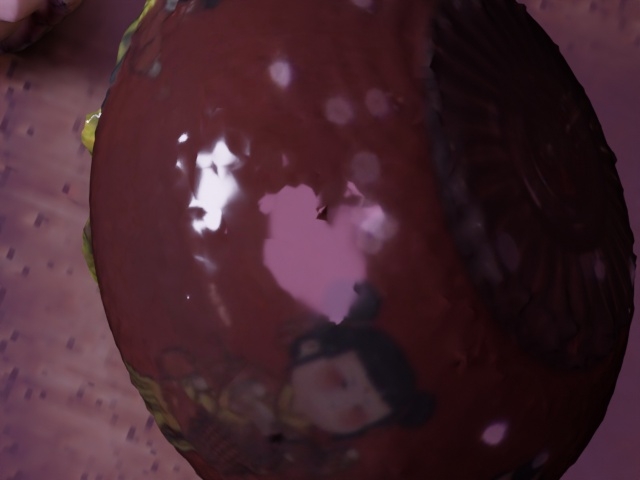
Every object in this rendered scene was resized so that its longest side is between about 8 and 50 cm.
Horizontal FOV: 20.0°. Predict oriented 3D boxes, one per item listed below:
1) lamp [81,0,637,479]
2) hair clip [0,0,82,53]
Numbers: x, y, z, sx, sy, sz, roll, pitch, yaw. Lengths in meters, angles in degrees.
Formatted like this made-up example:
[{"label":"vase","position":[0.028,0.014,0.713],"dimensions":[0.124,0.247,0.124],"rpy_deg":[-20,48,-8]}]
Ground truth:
[{"label":"lamp","position":[0.003,0.002,0.458],"dimensions":[0.135,0.156,0.157],"rpy_deg":[-23,46,33]},{"label":"hair clip","position":[-0.127,-0.112,0.475],"dimensions":[0.102,0.123,0.138],"rpy_deg":[-11,81,-23]}]
